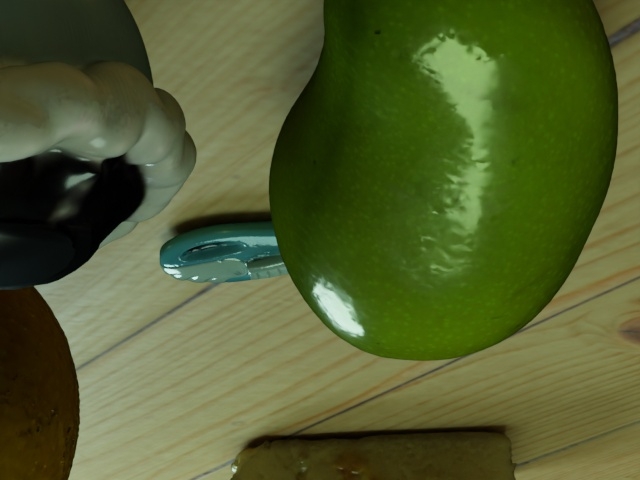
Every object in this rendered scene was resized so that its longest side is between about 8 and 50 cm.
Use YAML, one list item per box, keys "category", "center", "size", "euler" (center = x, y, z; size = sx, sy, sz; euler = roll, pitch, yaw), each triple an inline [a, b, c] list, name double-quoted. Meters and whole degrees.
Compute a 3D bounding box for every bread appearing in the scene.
- category: "bread"
  center: [0.051, 0.262, 1.349]
  size: [0.274, 0.114, 0.185]
  euler: [-4, 154, 1]

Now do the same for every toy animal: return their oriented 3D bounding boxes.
- category: "toy animal"
  center: [-0.157, -0.079, 0.570]
  size: [0.156, 0.204, 0.208]
  euler: [-33, 161, 24]

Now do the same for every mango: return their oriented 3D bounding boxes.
- category: "mango"
  center: [0.061, -0.047, 0.712]
  size: [0.175, 0.143, 0.293]
  euler: [4, 143, 1]

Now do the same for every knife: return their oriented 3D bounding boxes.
- category: "knife"
  center: [0.000, 0.000, 0.909]
  size: [0.221, 0.031, 0.064]
  euler: [-10, 149, 15]

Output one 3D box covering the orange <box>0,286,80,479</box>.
- category: "orange"
  center: [-0.280, 0.115, 0.861]
  size: [0.274, 0.274, 0.274]
  euler: [-1, 153, -1]
